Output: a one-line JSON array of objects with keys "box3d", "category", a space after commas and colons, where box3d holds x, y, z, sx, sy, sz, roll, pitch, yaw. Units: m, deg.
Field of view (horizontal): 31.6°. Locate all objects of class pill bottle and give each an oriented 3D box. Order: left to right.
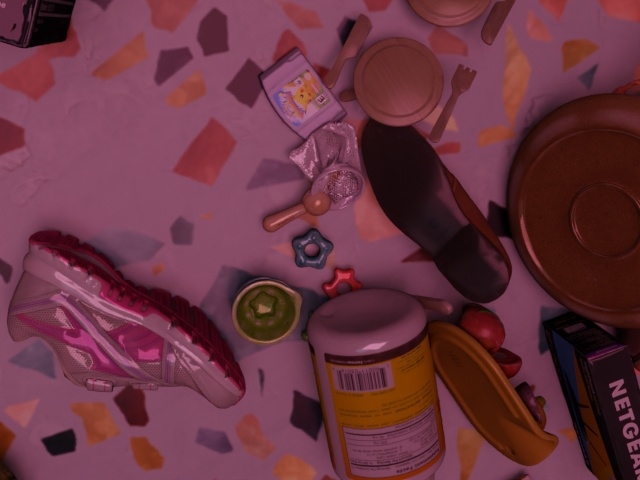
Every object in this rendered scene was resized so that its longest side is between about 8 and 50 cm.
[{"box3d": [0.059, 0.164, 1.114, 0.117, 0.117, 0.215, -12, 113, -6], "category": "pill bottle"}]

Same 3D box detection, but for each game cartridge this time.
[{"box3d": [-0.019, -0.139, 1.103, 0.056, 0.017, 0.083, -38, 104, 4], "category": "game cartridge"}]

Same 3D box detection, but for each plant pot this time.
[{"box3d": [0.279, -0.021, 1.081, 0.236, 0.032, 0.236, 14, 116, 32], "category": "plant pot"}]

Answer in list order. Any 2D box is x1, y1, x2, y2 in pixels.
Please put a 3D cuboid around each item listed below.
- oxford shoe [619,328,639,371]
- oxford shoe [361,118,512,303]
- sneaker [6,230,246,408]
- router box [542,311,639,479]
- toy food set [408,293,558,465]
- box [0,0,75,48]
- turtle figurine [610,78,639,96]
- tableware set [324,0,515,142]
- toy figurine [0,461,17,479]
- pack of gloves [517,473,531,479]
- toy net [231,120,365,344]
[{"box3d": [0.363, -0.032, 1.113, 0.133, 0.130, 0.363, 29, 121, 17], "category": "oxford shoe"}, {"box3d": [0.114, -0.034, 1.121, 0.076, 0.076, 0.212, -35, 89, 22], "category": "oxford shoe"}, {"box3d": [-0.190, 0.097, 1.090, 0.252, 0.103, 0.111, 33, 99, -7], "category": "sneaker"}, {"box3d": [0.289, 0.172, 1.150, 0.046, 0.133, 0.179, -21, 103, -4], "category": "router box"}, {"box3d": [0.172, 0.121, 1.136, 0.071, 0.128, 0.218, -37, 100, -21], "category": "toy food set"}, {"box3d": [-0.260, -0.320, 0.889, 0.183, 0.296, 0.294, 17, 98, -11], "category": "box"}, {"box3d": [0.412, -0.168, 1.124, 0.217, 0.087, 0.269, 39, 116, -17], "category": "turtle figurine"}, {"box3d": [0.099, -0.198, 1.091, 0.128, 0.039, 0.194, 28, 88, 4], "category": "tableware set"}, {"box3d": [-0.450, 0.165, 1.021, 0.363, 0.191, 0.217, 2, 96, -10], "category": "toy figurine"}, {"box3d": [0.192, 0.394, 1.238, 0.195, 0.046, 0.232, -34, 107, -12], "category": "pack of gloves"}, {"box3d": [0.000, 0.000, 1.111, 0.122, 0.045, 0.232, 20, 102, -11], "category": "toy net"}]
